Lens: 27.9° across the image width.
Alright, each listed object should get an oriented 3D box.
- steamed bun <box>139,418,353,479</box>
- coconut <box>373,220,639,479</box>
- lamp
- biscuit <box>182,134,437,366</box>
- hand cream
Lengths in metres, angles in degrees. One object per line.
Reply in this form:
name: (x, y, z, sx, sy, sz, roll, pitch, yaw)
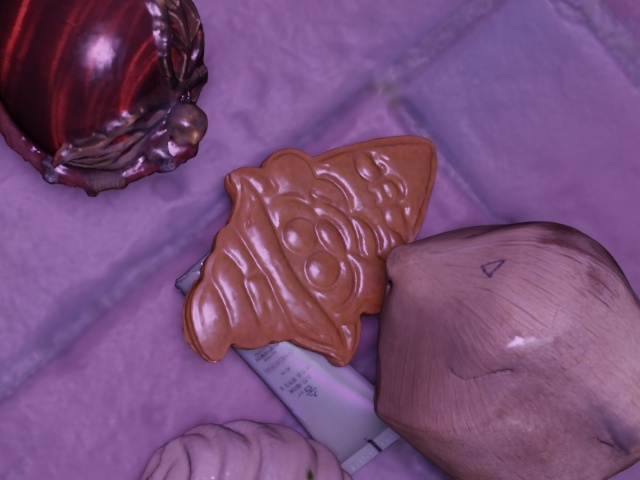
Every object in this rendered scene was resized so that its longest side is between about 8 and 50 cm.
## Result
steamed bun: (-0.058, 0.216, 0.933, 0.183, 0.106, 0.182, 0, 91, -9)
coconut: (0.134, 0.077, 0.915, 0.224, 0.224, 0.224, 0, 90, -9)
lamp: (-0.165, -0.149, 0.898, 0.223, 0.151, 0.215, 29, 82, -6)
biscuit: (0.000, 0.000, 0.952, 0.250, 0.035, 0.162, -42, 101, -24)
hand cream: (-0.023, 0.088, 0.969, 0.078, 0.050, 0.205, -41, 98, 16)
